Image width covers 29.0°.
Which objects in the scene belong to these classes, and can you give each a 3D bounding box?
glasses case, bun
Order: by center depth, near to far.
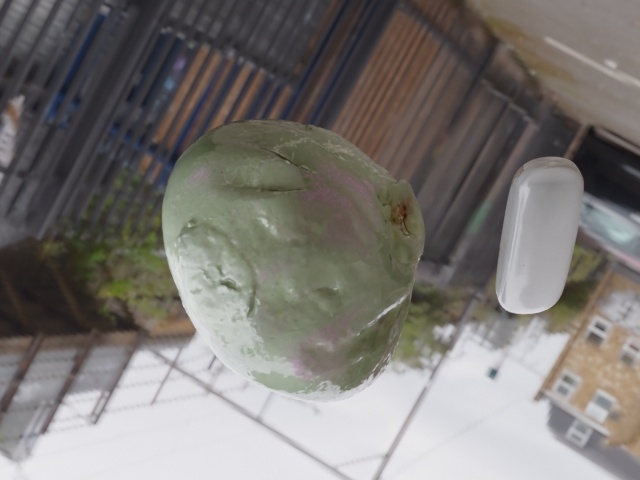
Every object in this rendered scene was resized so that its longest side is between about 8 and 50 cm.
[{"bbox_3d":[0.197,-0.002,1.118,0.063,0.164,0.041,-4,-144,-9],"label":"glasses case"},{"bbox_3d":[0.000,0.000,1.158,0.293,0.187,0.293,36,-142,-34],"label":"bun"}]
